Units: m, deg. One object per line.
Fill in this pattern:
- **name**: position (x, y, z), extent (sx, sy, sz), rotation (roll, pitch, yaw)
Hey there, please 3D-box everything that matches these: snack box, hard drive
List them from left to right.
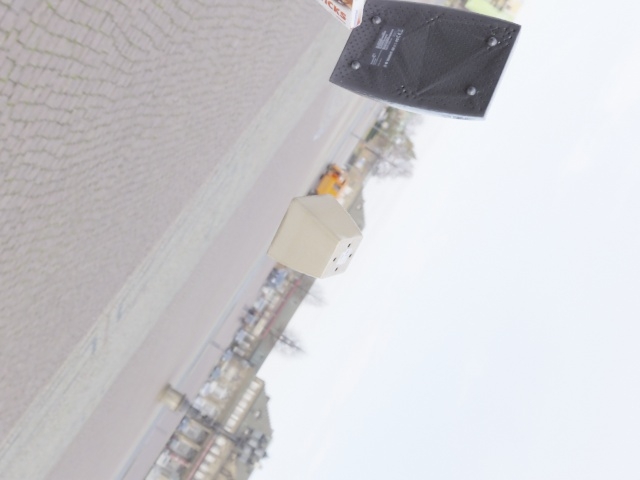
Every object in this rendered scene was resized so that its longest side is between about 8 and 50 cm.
- **snack box**: position (-0.013, -0.336, 0.857), extent (0.022, 0.178, 0.064), rotation (-37, 160, -19)
- **hard drive**: position (0.157, -0.271, 1.062), extent (0.171, 0.255, 0.054), rotation (-66, 154, -10)

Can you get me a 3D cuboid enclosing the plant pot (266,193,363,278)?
- **plant pot**: position (0.000, 0.000, 1.096), extent (0.109, 0.096, 0.109), rotation (-10, 133, -55)
